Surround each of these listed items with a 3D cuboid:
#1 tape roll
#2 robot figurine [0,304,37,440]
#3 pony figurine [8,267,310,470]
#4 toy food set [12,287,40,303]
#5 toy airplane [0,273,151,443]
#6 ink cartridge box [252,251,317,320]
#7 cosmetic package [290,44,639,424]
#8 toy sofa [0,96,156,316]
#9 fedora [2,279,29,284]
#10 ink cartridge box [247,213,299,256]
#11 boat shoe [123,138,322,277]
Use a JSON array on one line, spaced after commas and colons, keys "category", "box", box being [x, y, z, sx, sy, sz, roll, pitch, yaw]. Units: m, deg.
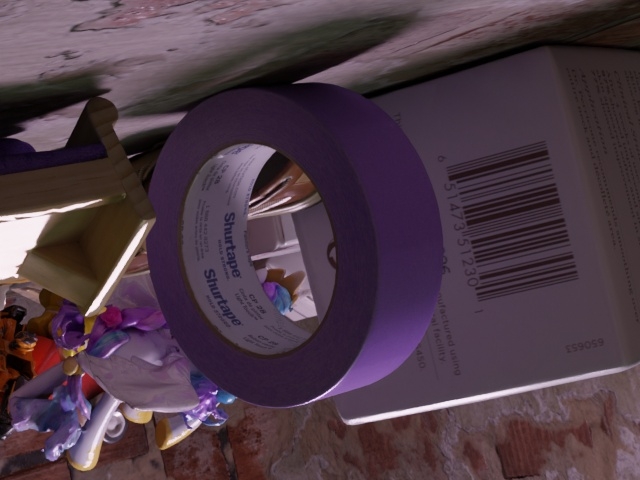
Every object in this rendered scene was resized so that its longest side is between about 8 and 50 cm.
[{"category": "tape roll", "box": [-0.028, 0.002, 1.415, 0.275, 0.275, 0.090, -15, 178, 43]}, {"category": "robot figurine", "box": [-0.479, 0.215, 2.194, 0.085, 0.211, 0.291, 25, 121, -34]}, {"category": "pony figurine", "box": [-0.224, 0.133, 1.999, 0.351, 0.303, 0.363, 9, 137, -43]}, {"category": "toy food set", "box": [-0.422, 0.032, 2.681, 0.218, 0.071, 0.128, -17, 152, 33]}, {"category": "toy airplane", "box": [-0.293, 0.067, 2.333, 0.386, 0.272, 0.384, -22, -145, 4]}, {"category": "ink cartridge box", "box": [0.000, 0.000, 2.388, 0.207, 0.117, 0.283, -54, -174, -10]}, {"category": "cosmetic package", "box": [0.208, -0.012, 1.779, 0.327, 0.329, 0.393, -15, 176, 29]}, {"category": "toy sofa", "box": [-0.323, -0.019, 1.200, 0.362, 0.177, 0.150, -12, 153, -35]}, {"category": "fedora", "box": [-0.422, 0.024, 2.158, 0.194, 0.079, 0.194, -13, 177, -1]}, {"category": "ink cartridge box", "box": [0.013, -0.058, 2.103, 0.289, 0.121, 0.211, -12, 177, -31]}, {"category": "boat shoe", "box": [-0.138, -0.053, 1.620, 0.324, 0.122, 0.120, -22, 170, 18]}]
